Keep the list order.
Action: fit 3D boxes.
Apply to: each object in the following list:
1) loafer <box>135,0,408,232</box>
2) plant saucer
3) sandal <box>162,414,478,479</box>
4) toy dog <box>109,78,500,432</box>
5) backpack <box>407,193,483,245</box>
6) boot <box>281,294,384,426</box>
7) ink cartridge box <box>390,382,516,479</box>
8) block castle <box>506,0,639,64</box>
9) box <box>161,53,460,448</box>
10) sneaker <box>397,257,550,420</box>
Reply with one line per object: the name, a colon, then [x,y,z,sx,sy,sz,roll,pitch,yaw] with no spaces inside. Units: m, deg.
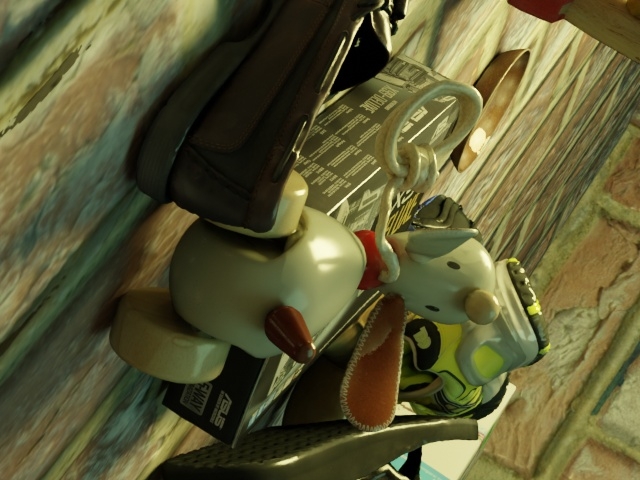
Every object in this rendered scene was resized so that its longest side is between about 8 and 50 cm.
loafer: [-0.001,-0.113,1.098,0.302,0.095,0.109,-51,166,-35]
plant saucer: [0.196,-0.159,2.006,0.168,0.029,0.168,-55,168,-17]
sandal: [0.005,0.238,1.678,0.446,0.168,0.107,-5,91,-54]
toy dog: [0.024,0.035,1.179,0.334,0.161,0.220,-17,131,-32]
backpack: [0.124,0.005,1.959,0.101,0.098,0.120,-32,-172,36]
boot: [0.012,0.122,1.816,0.236,0.089,0.269,-63,168,-9]
ink cartridge box: [0.106,0.288,2.330,0.270,0.197,0.198,-49,165,-43]
block castle: [0.366,-0.411,1.653,0.453,0.213,0.303,-48,168,-37]
box: [0.000,0.000,1.440,0.307,0.076,0.242,-42,158,-55]
sneaker: [0.127,0.121,1.845,0.147,0.145,0.384,-17,161,-13]
